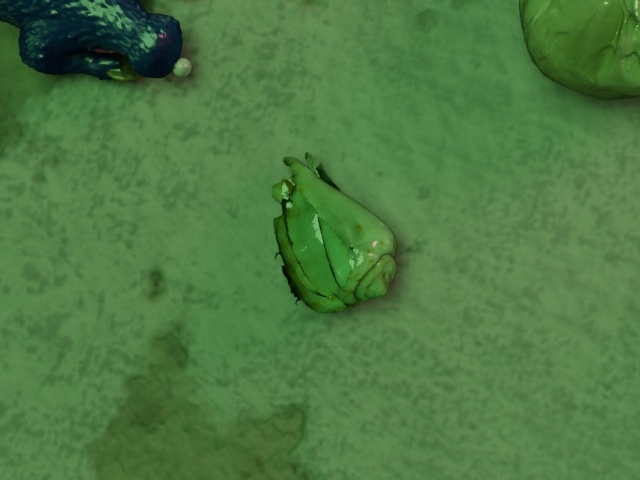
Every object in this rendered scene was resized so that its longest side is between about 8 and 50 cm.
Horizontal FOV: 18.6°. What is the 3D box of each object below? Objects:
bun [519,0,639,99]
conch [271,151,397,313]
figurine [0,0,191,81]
[{"bbox_3d":[0.261,-0.226,1.615,0.229,0.145,0.229,-11,65,24],"label":"bun"},{"bbox_3d":[0.000,0.000,1.716,0.106,0.079,0.170,-41,56,1],"label":"conch"},{"bbox_3d":[-0.226,-0.232,1.801,0.262,0.121,0.164,23,85,18],"label":"figurine"}]
